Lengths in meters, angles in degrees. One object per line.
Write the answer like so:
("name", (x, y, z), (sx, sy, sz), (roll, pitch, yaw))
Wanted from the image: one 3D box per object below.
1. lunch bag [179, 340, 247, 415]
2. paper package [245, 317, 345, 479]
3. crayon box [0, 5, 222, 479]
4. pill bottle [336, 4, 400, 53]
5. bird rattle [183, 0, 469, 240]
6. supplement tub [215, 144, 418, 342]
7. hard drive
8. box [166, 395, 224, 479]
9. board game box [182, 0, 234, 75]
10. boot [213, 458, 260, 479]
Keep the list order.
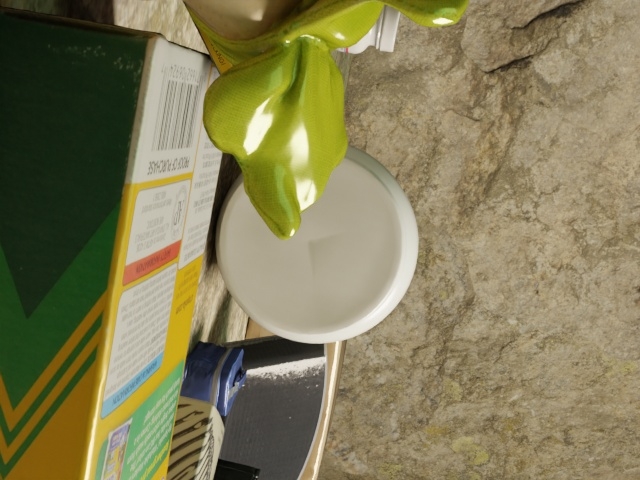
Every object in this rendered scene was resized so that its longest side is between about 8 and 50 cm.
("lunch bag", (-0.122, 0.161, 1.146), (0.098, 0.065, 0.067), (-64, 165, -75))
("paper package", (-0.049, 0.246, 1.770), (0.325, 0.168, 0.309), (-46, 147, -82))
("crayon box", (-0.128, 0.048, 0.544), (0.203, 0.083, 0.323), (-52, 152, -82))
("pill bottle", (0.016, -0.275, 1.184), (0.087, 0.160, 0.087), (11, 90, -87))
("bird rattle", (-0.069, -0.120, 0.359), (0.143, 0.253, 0.207), (-56, -144, 8))
("supplement tub", (0.000, 0.000, 1.199), (0.325, 0.235, 0.235), (-20, 121, -86))
("hard drive", (-0.076, 0.242, 1.312), (0.054, 0.172, 0.254), (48, -45, 47))
("box", (-0.151, 0.256, 0.740), (0.113, 0.094, 0.275), (91, 10, -70))
("board game box", (-0.052, -0.157, 0.559), (0.141, 0.048, 0.170), (-95, 161, -63))
("boot", (-0.124, 0.280, 1.211), (0.121, 0.099, 0.045), (-70, 172, -67))
